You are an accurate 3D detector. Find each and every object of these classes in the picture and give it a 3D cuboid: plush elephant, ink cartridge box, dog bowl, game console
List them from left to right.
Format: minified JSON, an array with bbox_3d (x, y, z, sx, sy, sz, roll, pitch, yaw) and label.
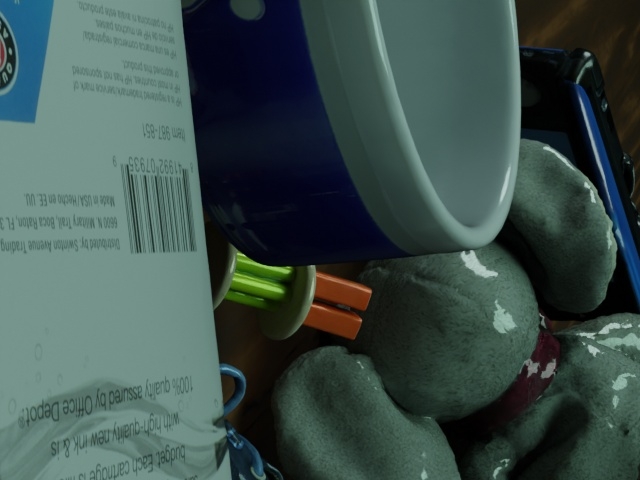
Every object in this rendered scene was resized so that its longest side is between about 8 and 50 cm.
[{"bbox_3d":[-0.129,0.052,0.676,0.223,0.129,0.307,-1,84,-72],"label":"ink cartridge box"},{"bbox_3d":[0.010,-0.121,0.914,0.265,0.104,0.264,-7,90,-71],"label":"dog bowl"},{"bbox_3d":[0.098,0.098,1.196,0.255,0.272,0.330,47,-21,-2],"label":"plush elephant"},{"bbox_3d":[0.160,0.017,1.435,0.173,0.250,0.293,-60,143,-33],"label":"game console"}]

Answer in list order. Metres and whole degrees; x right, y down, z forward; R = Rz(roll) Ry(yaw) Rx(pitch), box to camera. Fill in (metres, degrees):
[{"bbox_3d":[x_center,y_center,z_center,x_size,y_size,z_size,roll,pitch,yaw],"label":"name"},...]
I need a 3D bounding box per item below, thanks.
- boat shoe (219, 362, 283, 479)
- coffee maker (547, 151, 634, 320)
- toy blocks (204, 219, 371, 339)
[{"bbox_3d":[-0.062,0.121,0.831,0.089,0.109,0.258,-20,83,-57],"label":"boat shoe"},{"bbox_3d":[0.212,0.001,1.767,0.171,0.120,0.178,-62,147,-20],"label":"coffee maker"},{"bbox_3d":[0.000,0.000,1.080,0.148,0.054,0.123,16,63,-30],"label":"toy blocks"}]
